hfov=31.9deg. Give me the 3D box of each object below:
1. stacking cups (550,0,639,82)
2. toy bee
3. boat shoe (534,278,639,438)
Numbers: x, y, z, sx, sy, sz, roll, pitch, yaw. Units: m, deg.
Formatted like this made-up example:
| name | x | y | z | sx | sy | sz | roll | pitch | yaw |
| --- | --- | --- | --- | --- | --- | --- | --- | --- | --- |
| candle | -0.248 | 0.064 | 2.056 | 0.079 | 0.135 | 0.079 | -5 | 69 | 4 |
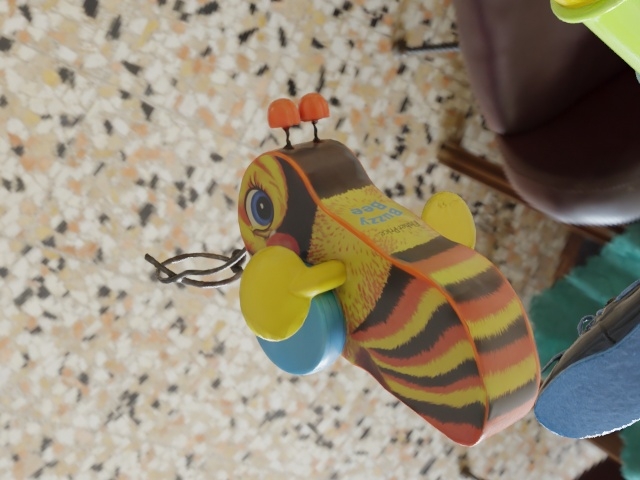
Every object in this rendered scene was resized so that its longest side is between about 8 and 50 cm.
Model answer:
| name | x | y | z | sx | sy | sz | roll | pitch | yaw |
| --- | --- | --- | --- | --- | --- | --- | --- | --- | --- |
| stacking cups | 0.211 | -0.092 | 0.580 | 0.316 | 0.096 | 0.096 | 37 | 87 | -25 |
| toy bee | 0.000 | 0.000 | 0.691 | 0.195 | 0.298 | 0.162 | -41 | 140 | -58 |
| boat shoe | 0.306 | 0.097 | 1.059 | 0.109 | 0.089 | 0.258 | 38 | 126 | -11 |
